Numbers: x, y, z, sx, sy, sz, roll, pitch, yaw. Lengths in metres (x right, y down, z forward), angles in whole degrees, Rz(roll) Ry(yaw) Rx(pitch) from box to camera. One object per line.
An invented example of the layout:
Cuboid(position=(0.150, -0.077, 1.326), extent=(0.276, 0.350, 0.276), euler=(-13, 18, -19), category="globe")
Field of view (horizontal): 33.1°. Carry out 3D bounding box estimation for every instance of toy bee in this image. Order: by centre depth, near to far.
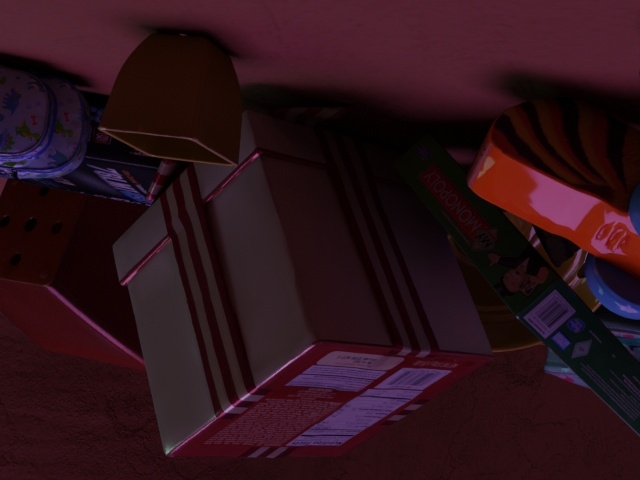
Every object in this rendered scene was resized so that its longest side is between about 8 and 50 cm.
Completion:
Cuboid(position=(0.260, -0.011, 0.773), extent=(0.298, 0.162, 0.195), euler=(48, 145, -6), category="toy bee")

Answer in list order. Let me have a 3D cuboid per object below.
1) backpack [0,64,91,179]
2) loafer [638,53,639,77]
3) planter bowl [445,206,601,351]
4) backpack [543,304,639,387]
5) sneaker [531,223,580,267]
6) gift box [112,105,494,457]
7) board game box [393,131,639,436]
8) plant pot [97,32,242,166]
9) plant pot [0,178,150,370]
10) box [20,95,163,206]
Cuboid(position=(-0.273, -0.108, 0.993), extent=(0.114, 0.105, 0.084), euler=(6, 174, -5), category="backpack")
Cuboid(position=(0.196, -0.110, 0.564), extent=(0.045, 0.039, 0.125), euler=(-22, 177, -3), category="loafer")
Cuboid(position=(0.193, 0.014, 1.131), extent=(0.217, 0.090, 0.217), euler=(-5, 134, -5), category="planter bowl")
Cuboid(position=(0.361, 0.091, 1.326), extent=(0.254, 0.191, 0.225), euler=(12, 176, 35), category="backpack")
Cuboid(position=(0.219, -0.046, 0.957), extent=(0.083, 0.071, 0.191), euler=(-27, 153, 10), category="sneaker")
Cuboid(position=(-0.005, 0.029, 0.984), extent=(0.255, 0.258, 0.276), euler=(14, 138, -46), category="gift box")
Cuboid(position=(0.205, 0.057, 0.945), extent=(0.317, 0.046, 0.213), euler=(40, -170, -41), category="board game box")
Cuboid(position=(-0.105, -0.109, 0.811), extent=(0.082, 0.083, 0.081), euler=(7, 172, 21), category="plant pot")
Cuboid(position=(-0.367, 0.022, 1.656), extent=(0.267, 0.267, 0.236), euler=(6, 159, 33), category="plant pot")
Cuboid(position=(-0.230, -0.093, 1.189), extent=(0.293, 0.073, 0.295), euler=(11, 174, 3), category="box")
